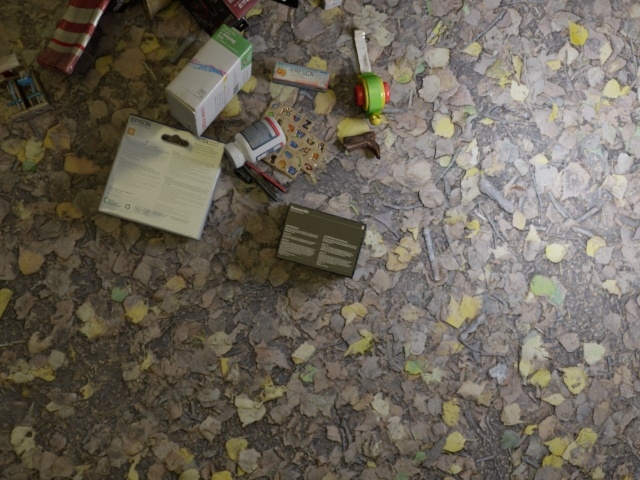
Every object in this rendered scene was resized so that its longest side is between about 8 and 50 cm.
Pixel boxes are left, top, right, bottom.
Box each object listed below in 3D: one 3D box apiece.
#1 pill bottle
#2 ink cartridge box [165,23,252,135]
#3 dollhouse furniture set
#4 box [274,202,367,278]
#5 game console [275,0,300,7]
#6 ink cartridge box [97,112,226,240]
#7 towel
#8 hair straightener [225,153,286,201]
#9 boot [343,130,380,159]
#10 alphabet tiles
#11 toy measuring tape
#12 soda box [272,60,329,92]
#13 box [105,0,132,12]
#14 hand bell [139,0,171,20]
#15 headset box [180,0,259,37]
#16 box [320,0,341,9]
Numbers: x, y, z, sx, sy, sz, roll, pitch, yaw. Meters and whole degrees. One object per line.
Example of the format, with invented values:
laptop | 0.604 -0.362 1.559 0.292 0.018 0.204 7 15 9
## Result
pill bottle | -0.211 -0.309 1.803 0.180 0.108 0.108 -32 93 -12
ink cartridge box | -0.336 -0.484 1.738 0.117 0.201 0.278 36 75 0
dollhouse furniture set | -0.923 -0.455 1.719 0.128 0.183 0.129 -23 92 -5
box | 0.000 0.000 1.843 0.261 0.103 0.184 16 91 -4
game console | -0.115 -0.844 1.882 0.122 0.071 0.107 18 118 -4
ink cartridge box | -0.496 -0.198 1.815 0.324 0.071 0.330 17 83 -5
towel | -0.741 -0.665 1.732 0.037 0.237 0.329 30 86 -48
hair straightener | -0.226 -0.200 1.850 0.230 0.047 0.089 40 86 -4
boot | 0.136 -0.305 1.888 0.114 0.037 0.107 -15 78 -8
alphabet tiles | -0.103 -0.328 1.882 0.237 0.009 0.198 31 87 -5
toy measuring tape | 0.158 -0.541 1.854 0.121 0.121 0.330 -9 90 -5
soda box | -0.064 -0.534 1.858 0.183 0.063 0.058 10 88 -6
box | -0.621 -0.873 1.738 0.060 0.216 0.270 -12 91 -41
hand bell | -0.453 -0.799 1.817 0.242 0.126 0.126 -23 92 -16
headset box | -0.332 -0.757 1.721 0.293 0.218 0.110 48 68 -21
box | -0.015 -0.925 1.865 0.063 0.067 0.324 -22 92 -5
